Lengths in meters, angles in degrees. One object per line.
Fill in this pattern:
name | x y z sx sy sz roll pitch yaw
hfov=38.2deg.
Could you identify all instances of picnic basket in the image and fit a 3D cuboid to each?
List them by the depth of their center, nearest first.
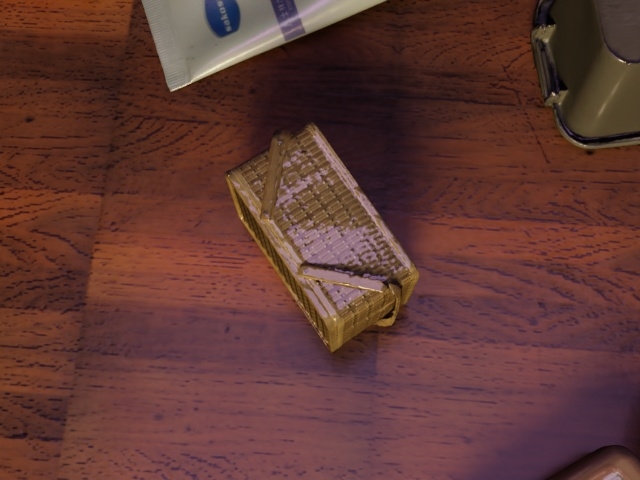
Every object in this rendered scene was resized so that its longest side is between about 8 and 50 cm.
picnic basket | 0.000 0.000 0.730 0.079 0.115 0.164 -32 75 -9

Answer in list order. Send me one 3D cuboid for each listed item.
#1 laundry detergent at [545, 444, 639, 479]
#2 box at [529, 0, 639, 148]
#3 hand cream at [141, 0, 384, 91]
laundry detergent | 0.168 0.275 0.658 0.237 0.076 0.171 -35 75 -7
box | 0.309 -0.180 0.760 0.244 0.135 0.163 -5 73 1
hand cream | -0.003 -0.238 0.846 0.321 0.067 0.109 -20 74 4
